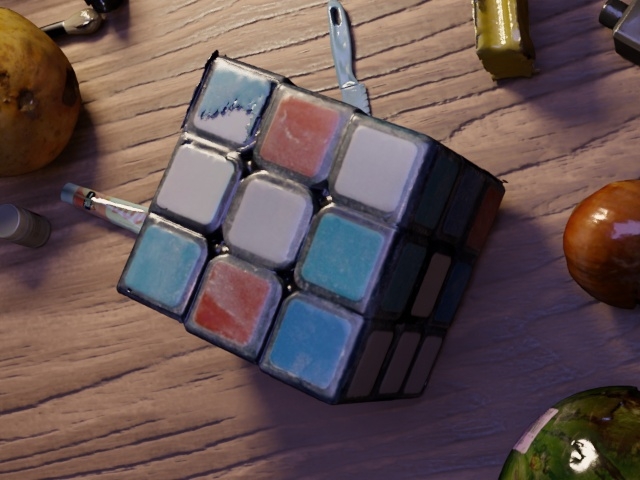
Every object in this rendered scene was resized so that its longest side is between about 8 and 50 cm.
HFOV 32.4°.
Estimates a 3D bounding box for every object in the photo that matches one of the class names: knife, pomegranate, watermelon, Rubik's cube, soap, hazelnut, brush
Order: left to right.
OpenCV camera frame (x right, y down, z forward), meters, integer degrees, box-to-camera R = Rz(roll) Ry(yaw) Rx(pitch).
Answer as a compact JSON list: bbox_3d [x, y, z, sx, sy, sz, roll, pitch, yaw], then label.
[{"bbox_3d":[-0.529,-0.229,1.760,0.281,0.281,0.281,-4,78,18],"label":"pomegranate"},{"bbox_3d":[-0.507,-0.344,1.897,0.299,0.039,0.042,-14,76,17],"label":"brush"},{"bbox_3d":[0.000,0.000,1.477,0.359,0.362,0.363,20,88,22],"label":"Rubik's cube"},{"bbox_3d":[0.049,-0.229,1.697,0.044,0.019,0.313,-12,78,15],"label":"knife"},{"bbox_3d":[0.261,-0.358,1.584,0.076,0.135,0.233,-8,76,17],"label":"soap"},{"bbox_3d":[0.413,0.000,1.447,0.182,0.182,0.182,-4,78,18],"label":"hazelnut"},{"bbox_3d":[0.378,0.351,1.299,0.363,0.363,0.363,-4,78,18],"label":"watermelon"}]

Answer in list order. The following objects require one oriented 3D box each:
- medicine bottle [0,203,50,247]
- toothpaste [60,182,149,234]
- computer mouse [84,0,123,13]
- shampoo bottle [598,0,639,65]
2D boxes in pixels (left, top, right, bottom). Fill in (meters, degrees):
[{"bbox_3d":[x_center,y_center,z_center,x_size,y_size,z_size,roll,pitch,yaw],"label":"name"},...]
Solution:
[{"bbox_3d":[-0.489,-0.023,1.795,0.058,0.091,0.058,-4,78,18],"label":"medicine bottle"},{"bbox_3d":[-0.325,-0.046,1.777,0.205,0.036,0.056,20,84,17],"label":"toothpaste"},{"bbox_3d":[-0.392,-0.492,1.829,0.088,0.147,0.264,-17,73,16],"label":"computer mouse"},{"bbox_3d":[0.497,-0.263,1.514,0.246,0.079,0.080,35,91,22],"label":"shampoo bottle"}]
